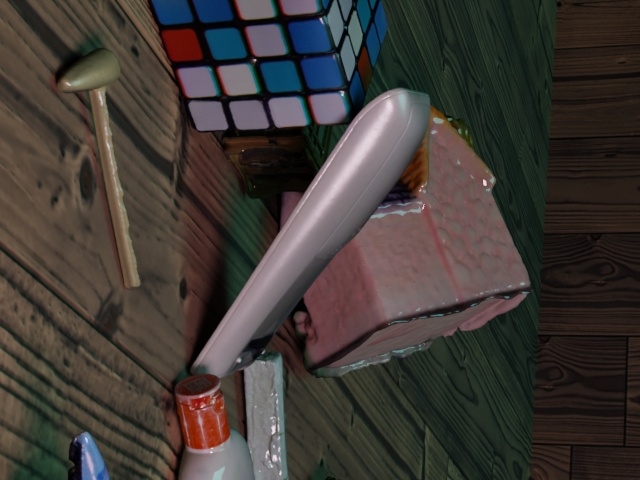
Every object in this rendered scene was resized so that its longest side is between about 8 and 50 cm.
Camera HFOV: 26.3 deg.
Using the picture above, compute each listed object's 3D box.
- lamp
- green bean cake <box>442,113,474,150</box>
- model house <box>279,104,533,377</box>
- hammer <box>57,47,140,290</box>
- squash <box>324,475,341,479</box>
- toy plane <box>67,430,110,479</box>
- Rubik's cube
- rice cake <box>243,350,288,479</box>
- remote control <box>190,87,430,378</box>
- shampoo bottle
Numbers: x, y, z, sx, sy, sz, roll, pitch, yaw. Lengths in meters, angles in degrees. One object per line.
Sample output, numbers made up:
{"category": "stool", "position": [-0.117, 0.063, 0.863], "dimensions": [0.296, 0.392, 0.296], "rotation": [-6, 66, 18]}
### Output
{"category": "lamp", "position": [-0.019, -0.200, 1.378], "dimensions": [0.090, 0.089, 0.325], "rotation": [62, 31, -55]}
{"category": "green bean cake", "position": [0.136, -0.051, 1.777], "dimensions": [0.230, 0.131, 0.224], "rotation": [13, 76, -72]}
{"category": "model house", "position": [0.058, 0.002, 1.490], "dimensions": [0.237, 0.202, 0.237], "rotation": [-11, 75, -37]}
{"category": "hammer", "position": [-0.162, -0.044, 1.036], "dimensions": [0.060, 0.028, 0.195], "rotation": [-50, 138, -56]}
{"category": "squash", "position": [-0.008, 0.352, 1.424], "dimensions": [0.069, 0.069, 0.258], "rotation": [70, 26, -46]}
{"category": "toy plane", "position": [-0.162, 0.219, 0.914], "dimensions": [0.169, 0.078, 0.246], "rotation": [-64, 156, -52]}
{"category": "Rubik's cube", "position": [-0.041, -0.200, 1.201], "dimensions": [0.154, 0.155, 0.151], "rotation": [-73, 155, -45]}
{"category": "rice cake", "position": [-0.050, 0.228, 1.336], "dimensions": [0.045, 0.042, 0.245], "rotation": [-56, 142, -81]}
{"category": "remote control", "position": [0.000, 0.000, 1.213], "dimensions": [0.313, 0.055, 0.109], "rotation": [-56, 168, 13]}
{"category": "shampoo bottle", "position": [-0.089, 0.222, 1.200], "dimensions": [0.108, 0.051, 0.220], "rotation": [-52, 139, -59]}
